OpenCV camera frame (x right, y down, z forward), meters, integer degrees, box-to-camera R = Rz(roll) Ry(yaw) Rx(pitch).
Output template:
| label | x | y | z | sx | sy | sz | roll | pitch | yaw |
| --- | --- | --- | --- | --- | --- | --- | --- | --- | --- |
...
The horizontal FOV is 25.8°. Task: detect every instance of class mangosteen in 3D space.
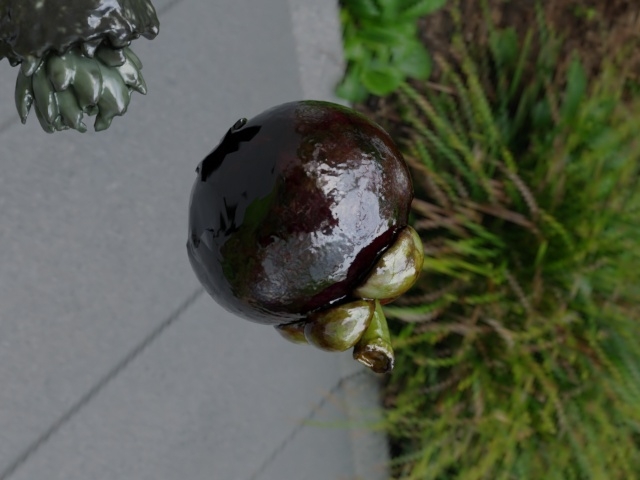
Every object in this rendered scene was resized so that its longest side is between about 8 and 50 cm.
| label | x | y | z | sx | sy | sz | roll | pitch | yaw |
| --- | --- | --- | --- | --- | --- | --- | --- | --- | --- |
| mangosteen | 0.000 | 0.000 | 1.122 | 0.194 | 0.230 | 0.194 | -41 | 178 | -2 |

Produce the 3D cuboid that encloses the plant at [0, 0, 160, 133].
| label | x | y | z | sx | sy | sz | roll | pitch | yaw |
| --- | --- | --- | --- | --- | --- | --- | --- | --- | --- |
| plant | -0.211 | -0.191 | 1.196 | 0.132 | 0.129 | 0.194 | -51 | 129 | -74 |
